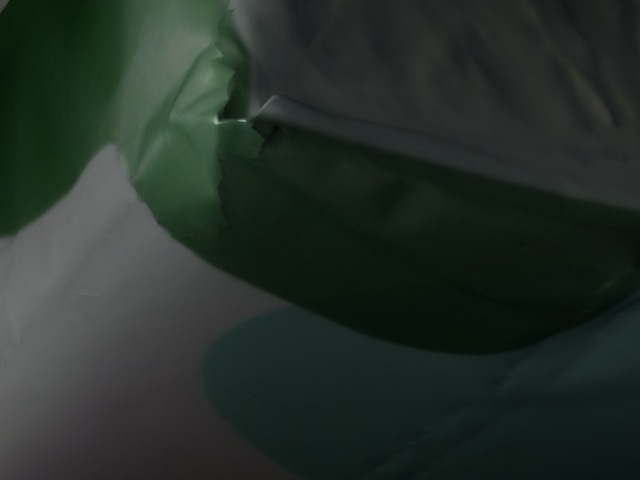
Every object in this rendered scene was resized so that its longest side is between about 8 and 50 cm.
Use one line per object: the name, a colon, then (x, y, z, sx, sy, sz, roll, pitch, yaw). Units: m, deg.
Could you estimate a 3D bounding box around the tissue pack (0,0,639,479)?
tissue pack: (0.000, 0.002, 0.618, 0.356, 0.266, 0.194, -40, 46, 48)
